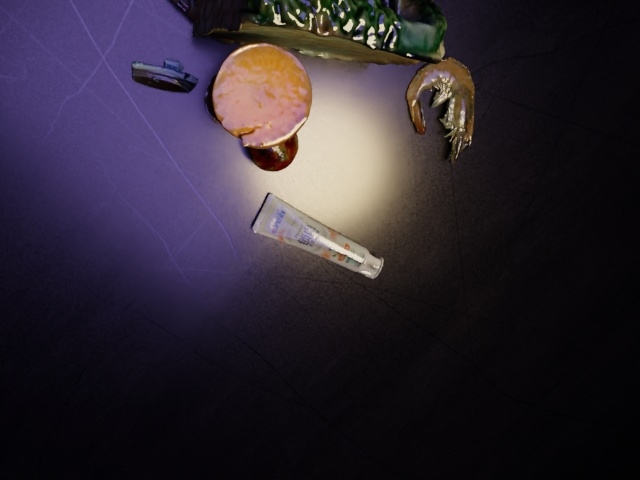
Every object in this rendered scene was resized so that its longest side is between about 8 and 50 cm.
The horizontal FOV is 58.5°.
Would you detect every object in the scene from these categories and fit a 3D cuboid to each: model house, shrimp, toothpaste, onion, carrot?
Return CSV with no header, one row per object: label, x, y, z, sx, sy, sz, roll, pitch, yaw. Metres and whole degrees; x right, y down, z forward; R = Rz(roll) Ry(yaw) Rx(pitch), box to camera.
model house,0.018,-0.555,1.069,0.445,0.395,0.400,1,102,-26
shrimp,0.291,-0.314,1.381,0.173,0.058,0.253,2,100,-7
toothpaste,0.000,0.000,1.382,0.323,0.066,0.100,26,96,-14
onion,-0.102,-0.207,1.277,0.117,0.118,0.118,-31,109,-1
carrot,-0.138,-0.285,1.171,0.196,0.254,0.196,-3,100,-15

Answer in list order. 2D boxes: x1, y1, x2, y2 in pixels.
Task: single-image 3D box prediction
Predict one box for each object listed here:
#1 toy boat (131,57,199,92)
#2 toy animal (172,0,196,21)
toy boat,-0.328,-0.355,1.211,0.140,0.059,0.066,11,74,-15
toy animal,-0.314,-0.564,1.144,0.255,0.090,0.170,22,102,-16
